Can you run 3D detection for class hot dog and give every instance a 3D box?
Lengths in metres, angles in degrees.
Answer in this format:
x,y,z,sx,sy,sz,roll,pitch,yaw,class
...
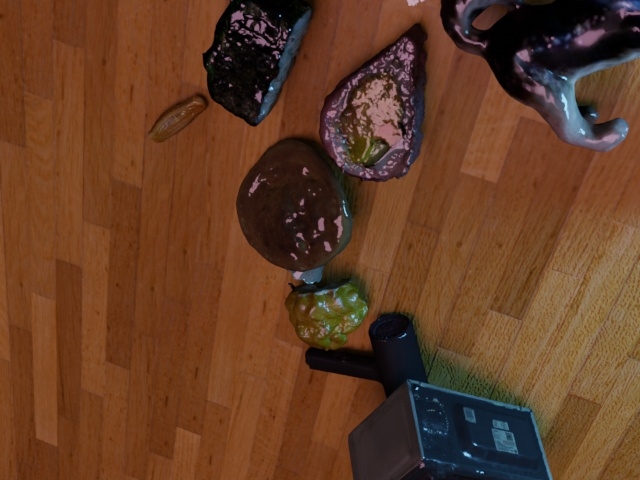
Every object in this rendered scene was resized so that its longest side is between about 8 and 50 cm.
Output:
x,y,z,sx,sy,sz,roll,pitch,yaw,class
-0.254,-0.216,1.497,0.044,0.028,0.137,31,136,-34,hot dog

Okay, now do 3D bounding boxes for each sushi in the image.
x,y,z,sx,sy,sz,roll,pitch,yaw,class
0.080,-0.212,1.320,0.161,0.107,0.241,7,116,17,sushi
-0.103,-0.296,1.326,0.127,0.124,0.225,28,134,2,sushi

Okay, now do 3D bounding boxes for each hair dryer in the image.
x,y,z,sx,sy,sz,roll,pitch,yaw,class
0.080,0.238,1.642,0.251,0.089,0.197,1,123,28,hair dryer

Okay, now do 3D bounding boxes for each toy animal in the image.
x,y,z,sx,sy,sz,roll,pitch,yaw,class
0.350,-0.304,1.100,0.303,0.194,0.344,37,122,-12,toy animal

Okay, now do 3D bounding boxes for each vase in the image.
x,y,z,sx,sy,sz,roll,pitch,yaw,class
0.000,0.000,1.515,0.081,0.081,0.148,33,125,-2,vase

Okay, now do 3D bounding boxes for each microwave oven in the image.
x,y,z,sx,sy,sz,roll,pitch,yaw,class
0.234,0.407,1.558,0.295,0.181,0.237,18,133,-25,microwave oven

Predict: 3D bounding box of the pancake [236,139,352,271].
x,y,z,sx,sy,sz,roll,pitch,yaw,class
-0.053,-0.058,1.462,0.242,0.050,0.241,9,106,32,pancake

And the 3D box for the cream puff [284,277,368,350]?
x,y,z,sx,sy,sz,roll,pitch,yaw,class
0.011,0.139,1.570,0.156,0.121,0.156,10,122,17,cream puff

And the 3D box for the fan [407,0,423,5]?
x,y,z,sx,sy,sz,roll,pitch,yaw,class
0.036,-0.514,1.193,0.233,0.012,0.414,-20,110,32,fan
